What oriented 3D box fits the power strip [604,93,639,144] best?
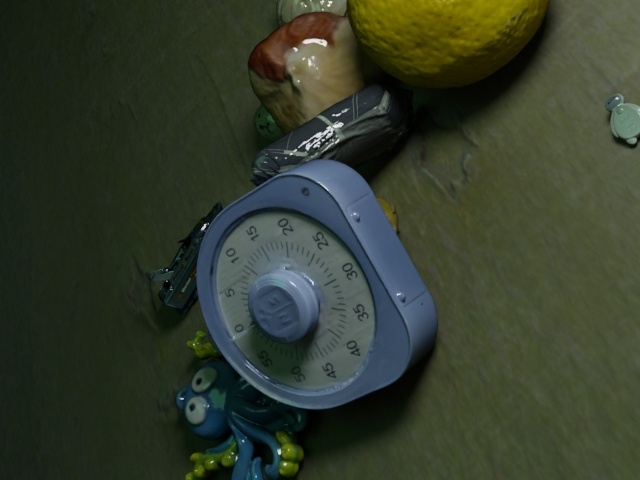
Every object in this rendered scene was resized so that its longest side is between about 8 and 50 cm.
[{"bbox_3d":[0.452,-0.179,1.438,0.055,0.035,0.083,-40,61,24],"label":"power strip"}]

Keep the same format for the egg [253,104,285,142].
[{"bbox_3d":[-0.083,-0.237,1.944,0.110,0.085,0.085,9,78,38],"label":"egg"}]

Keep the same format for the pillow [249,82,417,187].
[{"bbox_3d":[0.029,-0.164,1.671,0.335,0.161,0.092,-34,63,-11],"label":"pillow"}]

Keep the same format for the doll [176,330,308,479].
[{"bbox_3d":[-0.152,0.304,1.750,0.341,0.099,0.346,-6,70,45],"label":"doll"}]

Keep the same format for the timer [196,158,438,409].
[{"bbox_3d":[-0.036,0.092,1.561,0.395,0.173,0.395,9,110,25],"label":"timer"}]

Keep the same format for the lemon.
[{"bbox_3d":[0.204,-0.405,1.576,0.336,0.336,0.336,-21,58,37],"label":"lemon"}]

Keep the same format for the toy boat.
[{"bbox_3d":[-0.263,0.028,1.991,0.246,0.103,0.093,-61,19,-3],"label":"toy boat"}]

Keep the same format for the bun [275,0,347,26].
[{"bbox_3d":[-0.026,-0.497,1.998,0.183,0.102,0.183,-18,62,39],"label":"bun"}]

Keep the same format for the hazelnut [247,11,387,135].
[{"bbox_3d":[-0.008,-0.293,1.787,0.261,0.241,0.261,0,93,5],"label":"hazelnut"}]

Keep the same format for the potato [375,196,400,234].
[{"bbox_3d":[0.000,0.000,1.711,0.300,0.140,0.173,-4,53,38],"label":"potato"}]
